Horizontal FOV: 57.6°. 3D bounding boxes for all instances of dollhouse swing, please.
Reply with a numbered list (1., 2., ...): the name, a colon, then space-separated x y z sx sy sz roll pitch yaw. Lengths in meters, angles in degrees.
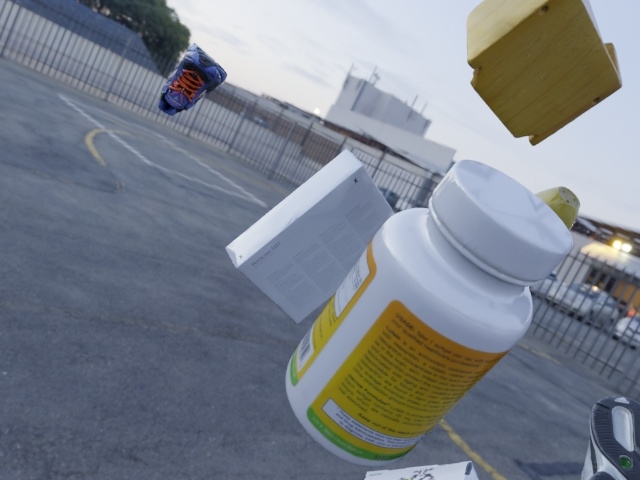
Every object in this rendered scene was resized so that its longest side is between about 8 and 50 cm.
1. dollhouse swing: 0.455 -0.466 1.265 0.346 0.315 0.305 28 35 -45

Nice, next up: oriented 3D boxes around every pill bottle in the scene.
1. pill bottle: 0.082 0.061 0.475 0.136 0.246 0.136 23 33 -15

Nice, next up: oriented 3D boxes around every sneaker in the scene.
1. sneaker: 0.625 0.580 1.225 0.169 0.258 0.447 7 39 27
2. sneaker: -0.233 -0.274 1.036 0.083 0.087 0.221 37 -20 -16

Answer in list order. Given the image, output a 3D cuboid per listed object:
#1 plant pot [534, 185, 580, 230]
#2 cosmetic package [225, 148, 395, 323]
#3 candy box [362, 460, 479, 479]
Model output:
1. plant pot: 0.580 -0.079 1.439 0.134 0.095 0.134 18 46 -19
2. cosmetic package: 0.000 0.000 1.442 0.097 0.377 0.284 52 1 44
3. candy box: 0.101 0.363 0.712 0.196 0.164 0.070 -33 101 -59
